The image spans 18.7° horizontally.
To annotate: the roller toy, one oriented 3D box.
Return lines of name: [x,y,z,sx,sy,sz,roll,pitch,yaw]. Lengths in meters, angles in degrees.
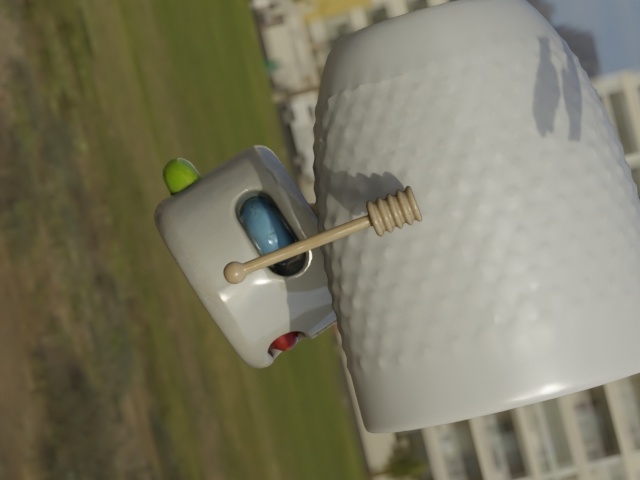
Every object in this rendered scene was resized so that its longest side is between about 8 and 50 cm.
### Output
roller toy: [-0.053,0.013,1.860,0.209,0.146,0.191,59,-2,-37]

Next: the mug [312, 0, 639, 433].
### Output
mug: [0.128,-0.028,1.698,0.374,0.276,0.328,134,-59,-88]

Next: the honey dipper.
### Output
honey dipper: [0.000,0.000,1.509,0.030,0.161,0.030,-22,90,-87]
